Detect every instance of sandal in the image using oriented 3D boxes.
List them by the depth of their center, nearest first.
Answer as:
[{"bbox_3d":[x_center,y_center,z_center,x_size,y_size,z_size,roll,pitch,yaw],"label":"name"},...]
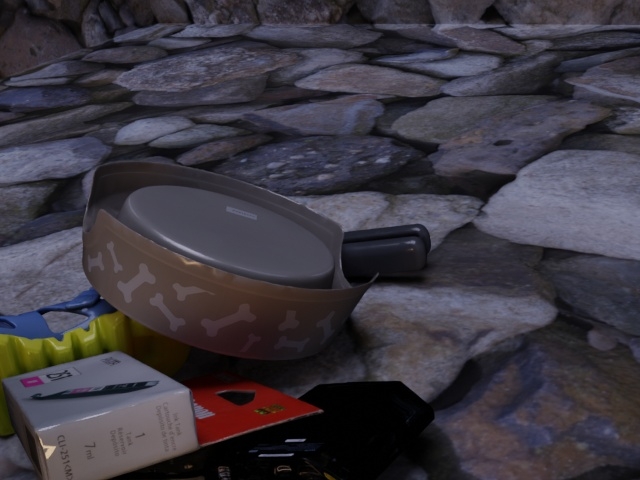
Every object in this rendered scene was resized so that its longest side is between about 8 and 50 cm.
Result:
[{"bbox_3d":[-0.312,0.125,1.009,0.317,0.126,0.138,-8,22,-24],"label":"sandal"}]

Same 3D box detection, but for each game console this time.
[{"bbox_3d":[-0.088,0.185,0.843,0.361,0.044,0.213,-7,5,27],"label":"game console"}]

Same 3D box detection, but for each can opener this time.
[{"bbox_3d":[0.000,0.000,1.195,0.283,0.095,0.076,-6,25,19],"label":"can opener"}]

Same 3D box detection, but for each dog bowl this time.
[{"bbox_3d":[-0.111,0.019,1.039,0.348,0.102,0.349,19,16,-6],"label":"dog bowl"}]

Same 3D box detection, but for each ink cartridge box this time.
[{"bbox_3d":[-0.161,0.146,0.850,0.239,0.060,0.275,-13,6,-24],"label":"ink cartridge box"}]
